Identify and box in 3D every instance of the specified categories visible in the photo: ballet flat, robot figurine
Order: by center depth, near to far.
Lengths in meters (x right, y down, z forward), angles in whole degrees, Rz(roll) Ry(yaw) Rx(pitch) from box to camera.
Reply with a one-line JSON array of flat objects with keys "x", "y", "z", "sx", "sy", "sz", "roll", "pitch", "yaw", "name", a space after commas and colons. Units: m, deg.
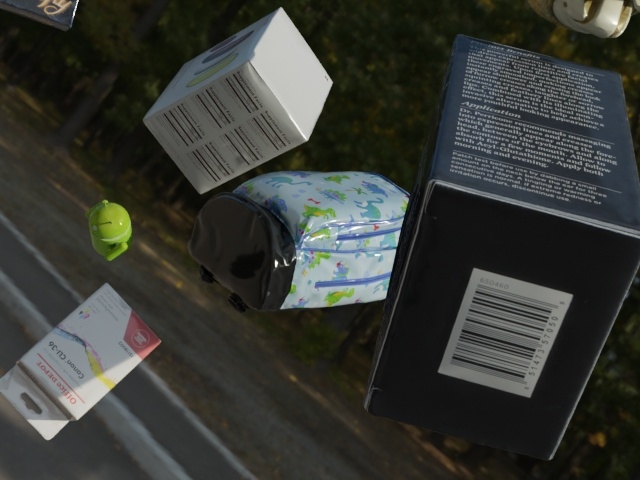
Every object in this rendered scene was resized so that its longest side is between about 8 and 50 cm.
[{"x": 0.339, "y": -0.284, "z": 1.090, "sx": 0.123, "sy": 0.123, "sz": 0.348, "roll": 40, "pitch": -26, "yaw": -18, "name": "ballet flat"}, {"x": -0.342, "y": -0.017, "z": 1.637, "sx": 0.115, "sy": 0.067, "sz": 0.101, "roll": 102, "pitch": -35, "yaw": -60, "name": "robot figurine"}]

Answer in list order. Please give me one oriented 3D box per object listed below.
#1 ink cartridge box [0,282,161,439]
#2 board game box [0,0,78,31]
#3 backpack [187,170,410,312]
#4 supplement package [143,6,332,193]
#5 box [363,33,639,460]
[{"x": -0.333, "y": 0.168, "z": 1.380, "sx": 0.115, "sy": 0.198, "sz": 0.067, "roll": 48, "pitch": -23, "yaw": -7, "name": "ink cartridge box"}, {"x": -0.471, "y": -0.431, "z": 1.488, "sx": 0.243, "sy": 0.165, "sz": 0.042, "roll": 16, "pitch": -5, "yaw": -25, "name": "board game box"}, {"x": 0.000, "y": 0.000, "z": 1.733, "sx": 0.356, "sy": 0.273, "sz": 0.290, "roll": 16, "pitch": 12, "yaw": -36, "name": "backpack"}, {"x": -0.120, "y": -0.211, "z": 1.512, "sx": 0.149, "sy": 0.203, "sz": 0.194, "roll": 53, "pitch": 30, "yaw": -23, "name": "supplement package"}, {"x": 0.203, "y": -0.012, "z": 1.129, "sx": 0.212, "sy": 0.293, "sz": 0.395, "roll": 15, "pitch": 33, "yaw": 3, "name": "box"}]
